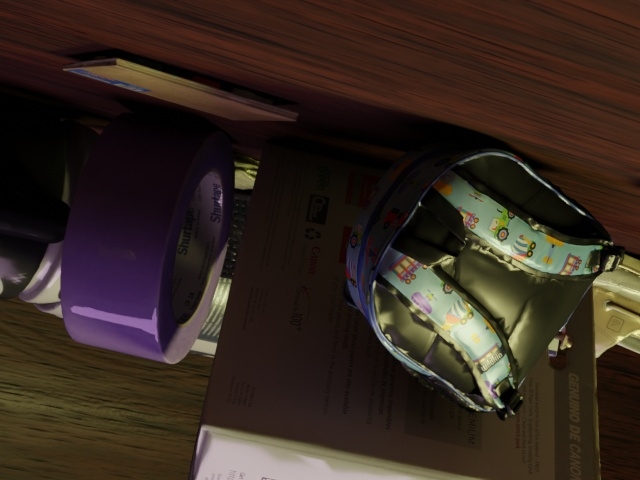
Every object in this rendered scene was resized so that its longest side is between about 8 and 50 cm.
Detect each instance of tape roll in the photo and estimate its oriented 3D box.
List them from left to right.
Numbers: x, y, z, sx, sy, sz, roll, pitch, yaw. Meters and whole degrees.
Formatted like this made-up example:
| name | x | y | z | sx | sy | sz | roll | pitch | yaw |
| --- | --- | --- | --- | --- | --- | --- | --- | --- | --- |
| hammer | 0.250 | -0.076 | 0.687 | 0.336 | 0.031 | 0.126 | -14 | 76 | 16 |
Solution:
| name | x | y | z | sx | sy | sz | roll | pitch | yaw |
| --- | --- | --- | --- | --- | --- | --- | --- | --- | --- |
| tape roll | -0.133 | -0.002 | 1.241 | 0.080 | 0.189 | 0.189 | 12 | 177 | 9 |

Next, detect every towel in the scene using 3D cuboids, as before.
| name | x | y | z | sx | sy | sz | roll | pitch | yaw |
| --- | --- | --- | --- | --- | --- | --- | --- | --- | --- |
| towel | -0.113 | -0.069 | 1.425 | 0.148 | 0.027 | 0.110 | 11 | 175 | 34 |

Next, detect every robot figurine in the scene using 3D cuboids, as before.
| name | x | y | z | sx | sy | sz | roll | pitch | yaw |
| --- | --- | --- | --- | --- | --- | --- | --- | --- | --- |
| robot figurine | -0.304 | -0.040 | 1.342 | 0.278 | 0.173 | 0.209 | 14 | -140 | -28 |

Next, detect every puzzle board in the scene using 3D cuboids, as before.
| name | x | y | z | sx | sy | sz | roll | pitch | yaw |
| --- | --- | --- | --- | --- | --- | --- | --- | --- | --- |
| puzzle board | -0.090 | -0.097 | 1.005 | 0.128 | 0.011 | 0.096 | 15 | 177 | -28 |

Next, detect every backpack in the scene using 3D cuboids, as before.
| name | x | y | z | sx | sy | sz | roll | pitch | yaw |
| --- | --- | --- | --- | --- | --- | --- | --- | --- | --- |
| backpack | 0.084 | 0.011 | 1.008 | 0.173 | 0.158 | 0.117 | 34 | -179 | -42 |

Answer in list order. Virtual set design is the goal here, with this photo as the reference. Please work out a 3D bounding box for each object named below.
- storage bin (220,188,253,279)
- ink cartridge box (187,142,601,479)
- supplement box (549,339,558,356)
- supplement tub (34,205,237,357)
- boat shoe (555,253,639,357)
| name | x | y | z | sx | sy | sz | roll | pitch | yaw |
| --- | --- | --- | --- | --- | --- | --- | --- | --- | --- |
| storage bin | 0.000 | 0.000 | 1.461 | 0.180 | 0.084 | 0.122 | 9 | -171 | 37 |
| ink cartridge box | 0.058 | 0.093 | 1.172 | 0.271 | 0.130 | 0.309 | 13 | -139 | -2 |
| supplement box | 0.168 | 0.057 | 1.753 | 0.111 | 0.114 | 0.220 | 13 | 176 | -26 |
| supplement tub | -0.157 | 0.020 | 1.687 | 0.272 | 0.191 | 0.191 | 15 | 176 | -33 |
| boat shoe | 0.267 | 0.062 | 1.519 | 0.302 | 0.103 | 0.113 | 13 | 176 | -5 |
